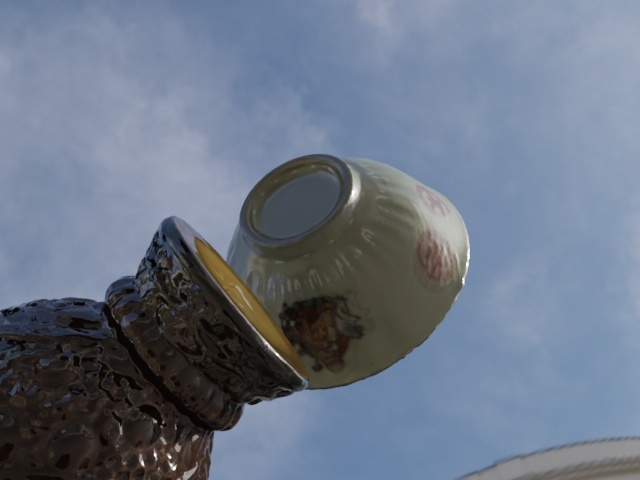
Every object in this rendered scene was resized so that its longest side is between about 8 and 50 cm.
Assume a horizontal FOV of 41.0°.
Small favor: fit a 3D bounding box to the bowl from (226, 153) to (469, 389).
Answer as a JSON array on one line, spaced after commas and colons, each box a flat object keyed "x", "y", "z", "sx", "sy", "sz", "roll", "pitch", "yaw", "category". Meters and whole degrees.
[{"x": 0.000, "y": 0.000, "z": 1.048, "sx": 0.337, "sy": 0.337, "sz": 0.158, "roll": -27, "pitch": -49, "yaw": 8, "category": "bowl"}]

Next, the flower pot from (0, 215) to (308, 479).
[{"x": -0.168, "y": 0.133, "z": 0.744, "sx": 0.267, "sy": 0.266, "sz": 0.267, "roll": -40, "pitch": -64, "yaw": 1, "category": "flower pot"}]
